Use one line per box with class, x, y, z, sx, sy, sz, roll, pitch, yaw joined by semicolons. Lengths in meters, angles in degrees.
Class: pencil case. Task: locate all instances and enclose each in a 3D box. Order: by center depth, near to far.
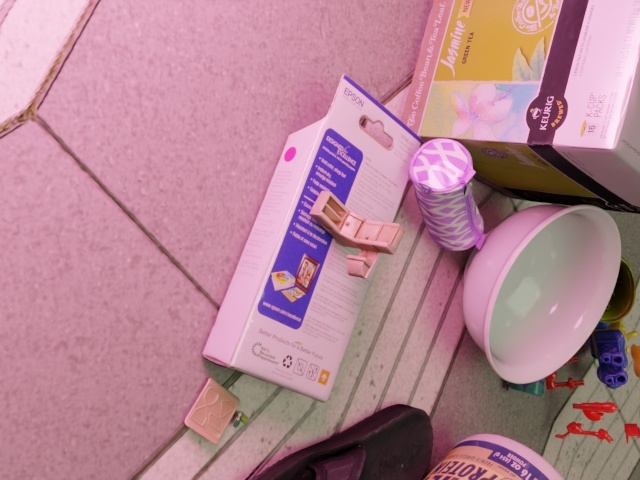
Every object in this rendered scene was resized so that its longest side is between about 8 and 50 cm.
pencil case;0.179;-0.058;1.089;0.086;0.088;0.206;-62;156;-14
pencil case;0.360;0.188;1.372;0.064;0.070;0.152;3;99;-10

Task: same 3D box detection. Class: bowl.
bowl;0.319;0.061;1.237;0.298;0.134;0.298;-18;123;-30

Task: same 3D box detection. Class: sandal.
sandal;0.023;0.342;1.030;0.445;0.107;0.168;-25;114;-42

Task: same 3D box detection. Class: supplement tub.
supplement tub;0.205;0.456;1.149;0.316;0.228;0.228;-34;120;-36

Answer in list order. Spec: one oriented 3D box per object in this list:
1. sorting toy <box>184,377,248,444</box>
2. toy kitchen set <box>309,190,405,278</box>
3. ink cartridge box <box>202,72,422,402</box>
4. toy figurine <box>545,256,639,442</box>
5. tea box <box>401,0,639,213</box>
sorting toy;-0.119;0.206;0.937;0.083;0.012;0.062;45;61;-36
toy kitchen set;0.035;-0.005;0.916;0.075;0.083;0.068;44;66;-39
ink cartridge box;0.000;0.000;0.983;0.176;0.069;0.371;31;78;-43
toy figurine;0.512;0.173;1.508;0.217;0.191;0.362;-50;127;-66
tea box;0.344;-0.184;1.108;0.329;0.323;0.220;19;83;-46
